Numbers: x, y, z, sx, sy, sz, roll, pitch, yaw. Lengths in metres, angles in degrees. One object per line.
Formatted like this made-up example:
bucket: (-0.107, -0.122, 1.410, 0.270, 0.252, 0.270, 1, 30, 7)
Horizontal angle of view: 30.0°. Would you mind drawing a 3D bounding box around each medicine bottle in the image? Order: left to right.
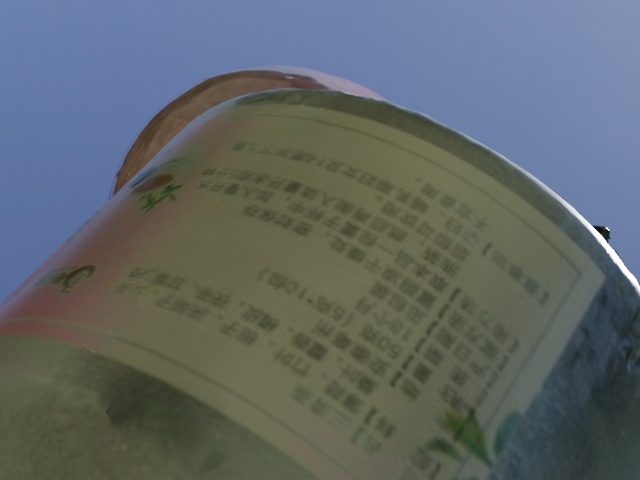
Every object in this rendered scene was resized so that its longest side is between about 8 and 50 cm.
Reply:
medicine bottle: (-0.037, 0.126, 0.396, 0.245, 0.245, 0.290, 2, -139, 39)

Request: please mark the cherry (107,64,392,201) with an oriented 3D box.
cherry: (-0.004, -0.009, 0.756, 0.239, 0.239, 0.206, 3, -93, 40)
